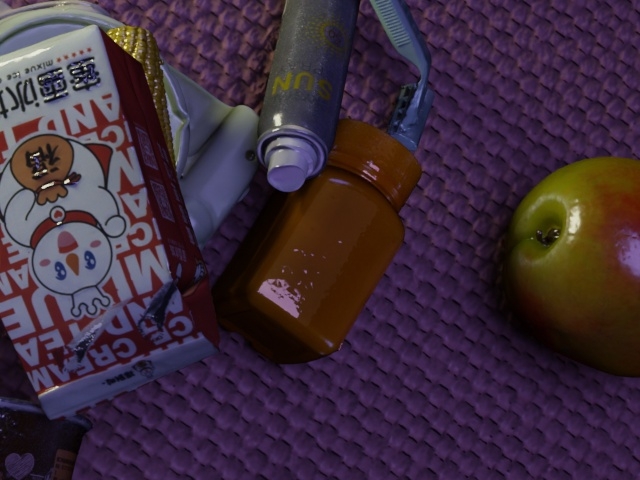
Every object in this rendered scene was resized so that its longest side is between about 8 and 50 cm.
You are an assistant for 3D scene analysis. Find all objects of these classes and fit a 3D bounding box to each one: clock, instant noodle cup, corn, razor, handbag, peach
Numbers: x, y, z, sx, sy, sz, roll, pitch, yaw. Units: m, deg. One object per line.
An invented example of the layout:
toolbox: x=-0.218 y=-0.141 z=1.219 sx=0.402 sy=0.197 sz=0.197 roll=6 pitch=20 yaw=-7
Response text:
clock: x=-0.237 y=-0.091 z=1.790 sx=0.324 sy=0.108 sz=0.265 roll=38 pitch=71 yaw=-12
instant noodle cup: x=-0.314 y=0.239 z=1.652 sx=0.217 sy=0.217 sz=0.207 roll=10 pitch=77 yaw=-20
corn: x=-0.163 y=-0.091 z=1.724 sx=0.067 sy=0.067 sz=0.206 roll=-1 pitch=79 yaw=-21
razor: x=0.060 y=-0.231 z=1.873 sx=0.111 sy=0.056 sz=0.277 roll=-69 pitch=144 yaw=-55
handbag: x=-0.200 y=-0.010 z=1.612 sx=0.171 sy=0.151 sz=0.298 roll=-18 pitch=80 yaw=7
peach: x=0.294 y=0.029 z=1.918 sx=0.231 sy=0.231 sz=0.231 roll=3 pitch=81 yaw=-21

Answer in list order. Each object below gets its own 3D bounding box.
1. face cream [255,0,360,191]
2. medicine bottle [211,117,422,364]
face cream: x=-0.012 y=-0.157 z=1.841 sx=0.073 sy=0.073 sz=0.283 roll=26 pitch=46 yaw=-16
medicine bottle: x=0.001 y=0.001 z=1.846 sx=0.112 sy=0.149 sz=0.222 roll=37 pitch=71 yaw=-14
